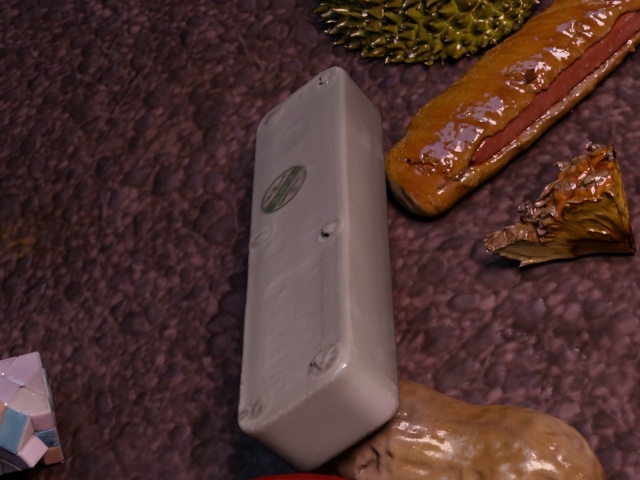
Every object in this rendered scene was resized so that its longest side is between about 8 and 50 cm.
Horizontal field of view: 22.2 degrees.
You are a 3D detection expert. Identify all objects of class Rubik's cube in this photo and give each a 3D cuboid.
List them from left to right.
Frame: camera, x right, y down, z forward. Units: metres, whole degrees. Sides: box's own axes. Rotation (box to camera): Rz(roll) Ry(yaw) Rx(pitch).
[{"bbox_3d":[-0.228,0.130,1.180,0.073,0.075,0.084,-11,32,-6],"label":"Rubik's cube"}]

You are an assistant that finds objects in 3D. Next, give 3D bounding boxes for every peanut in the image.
[{"bbox_3d":[0.077,0.138,1.023,0.214,0.099,0.099,13,60,27],"label":"peanut"}]

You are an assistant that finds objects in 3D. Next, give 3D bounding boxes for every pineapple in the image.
[{"bbox_3d":[0.169,-0.012,1.123,0.114,0.077,0.114,-29,11,17],"label":"pineapple"}]

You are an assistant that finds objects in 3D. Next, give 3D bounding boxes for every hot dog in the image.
[{"bbox_3d":[0.161,-0.127,1.216,0.286,0.061,0.088,-43,36,-13],"label":"hot dog"}]

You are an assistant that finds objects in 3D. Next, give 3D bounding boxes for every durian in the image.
[{"bbox_3d":[0.070,-0.217,1.312,0.220,0.095,0.137,13,59,41],"label":"durian"}]

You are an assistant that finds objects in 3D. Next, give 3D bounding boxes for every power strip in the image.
[{"bbox_3d":[0.000,0.000,1.129,0.091,0.062,0.385,-35,28,22],"label":"power strip"}]

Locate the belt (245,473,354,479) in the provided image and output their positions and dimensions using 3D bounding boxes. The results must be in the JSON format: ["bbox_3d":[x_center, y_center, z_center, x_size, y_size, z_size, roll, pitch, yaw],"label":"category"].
[{"bbox_3d":[-0.060,0.273,0.959,0.324,0.115,0.227,-26,44,2],"label":"belt"}]
